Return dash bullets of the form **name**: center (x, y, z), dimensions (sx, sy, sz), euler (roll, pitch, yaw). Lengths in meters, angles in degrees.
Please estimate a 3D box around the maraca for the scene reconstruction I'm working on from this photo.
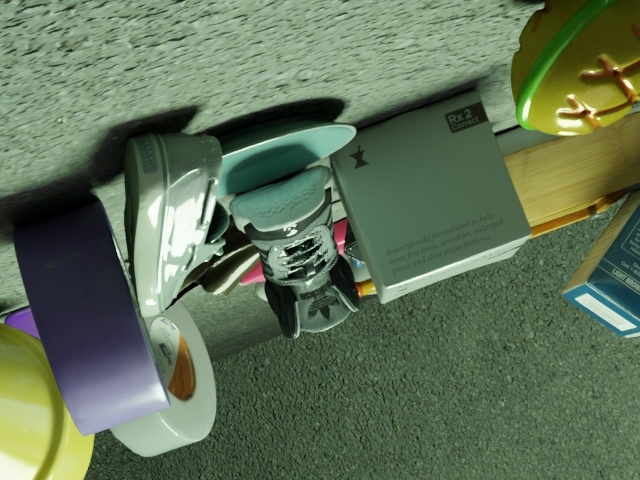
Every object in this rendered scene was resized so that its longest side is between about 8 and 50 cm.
- **maraca**: center (0.207, -0.151, 0.982), dimensions (0.127, 0.099, 0.185), euler (-20, 150, -46)

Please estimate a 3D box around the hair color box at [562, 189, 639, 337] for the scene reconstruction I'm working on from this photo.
- **hair color box**: center (0.444, -0.052, 1.642), dimensions (0.347, 0.105, 0.174), euler (-55, 176, -5)

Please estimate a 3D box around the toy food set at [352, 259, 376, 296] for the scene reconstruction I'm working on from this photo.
- **toy food set**: center (0.109, 0.018, 1.964), dimensions (0.104, 0.111, 0.232), euler (-18, 176, -13)

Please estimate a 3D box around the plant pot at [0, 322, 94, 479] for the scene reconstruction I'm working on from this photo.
- **plant pot**: center (-0.407, 0.197, 1.457), dimensions (0.254, 0.254, 0.239), euler (-21, 159, 8)

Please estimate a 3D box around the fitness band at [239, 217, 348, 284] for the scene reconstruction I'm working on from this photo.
- **fitness band**: center (0.000, 0.000, 1.766), dimensions (0.291, 0.054, 0.209), euler (-23, 173, 32)

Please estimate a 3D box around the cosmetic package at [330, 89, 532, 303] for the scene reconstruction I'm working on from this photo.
- **cosmetic package**: center (0.104, -0.038, 1.329), dimensions (0.151, 0.151, 0.183), euler (-21, 173, 0)

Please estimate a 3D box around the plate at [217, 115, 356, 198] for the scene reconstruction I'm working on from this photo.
- **plate**: center (-0.061, -0.071, 1.141), dimensions (0.188, 0.024, 0.188), euler (-18, 173, -2)

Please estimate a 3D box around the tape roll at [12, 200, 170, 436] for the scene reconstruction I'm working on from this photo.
- **tape roll**: center (-0.195, 0.067, 1.155), dimensions (0.080, 0.189, 0.189), euler (-19, 173, -6)

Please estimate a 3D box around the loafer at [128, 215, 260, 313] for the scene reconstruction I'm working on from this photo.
- **loafer**: center (-0.109, 0.024, 1.527), dimensions (0.220, 0.078, 0.080), euler (-22, 173, 20)

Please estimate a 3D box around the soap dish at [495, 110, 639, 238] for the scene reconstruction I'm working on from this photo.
- **soap dish**: center (0.279, -0.073, 1.703), dimensions (0.229, 0.118, 0.291), euler (-19, 172, -2)

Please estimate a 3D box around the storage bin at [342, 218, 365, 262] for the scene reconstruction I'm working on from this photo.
- **storage bin**: center (0.118, -0.027, 1.532), dimensions (0.122, 0.084, 0.180), euler (19, 155, -23)

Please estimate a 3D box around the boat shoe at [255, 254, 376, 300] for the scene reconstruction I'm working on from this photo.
- **boat shoe**: center (0.022, 0.055, 2.106), dimensions (0.267, 0.096, 0.088), euler (-14, 175, -33)

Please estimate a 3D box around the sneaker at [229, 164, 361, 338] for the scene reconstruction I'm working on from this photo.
- **sneaker**: center (-0.015, 0.014, 1.297), dimensions (0.101, 0.153, 0.268), euler (-22, -178, -3)

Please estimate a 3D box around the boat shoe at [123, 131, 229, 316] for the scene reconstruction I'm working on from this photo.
- **boat shoe**: center (-0.110, -0.008, 1.057), dimensions (0.081, 0.079, 0.227), euler (-7, 152, -12)

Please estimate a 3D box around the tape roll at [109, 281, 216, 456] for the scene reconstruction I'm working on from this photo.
- **tape roll**: center (-0.218, 0.161, 1.723), dimensions (0.072, 0.219, 0.219), euler (-20, 173, 18)

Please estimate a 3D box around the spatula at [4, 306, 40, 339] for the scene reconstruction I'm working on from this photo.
- **spatula**: center (-0.425, 0.139, 1.639), dimensions (0.296, 0.084, 0.030), euler (-14, -165, 9)
